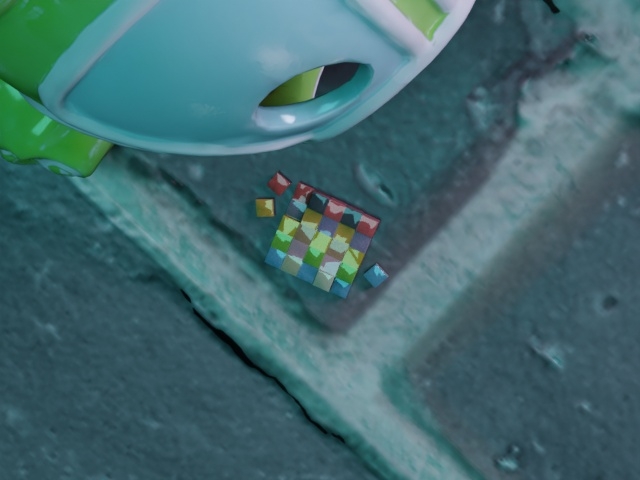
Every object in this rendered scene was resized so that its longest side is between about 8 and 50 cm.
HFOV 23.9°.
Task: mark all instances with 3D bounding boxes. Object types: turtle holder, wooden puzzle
[{"bbox_3d":[-0.072,-0.134,0.683,0.227,0.243,0.320,34,108,-24],"label":"turtle holder"},{"bbox_3d":[0.000,0.000,0.823,0.083,0.006,0.049,25,109,5],"label":"wooden puzzle"}]
